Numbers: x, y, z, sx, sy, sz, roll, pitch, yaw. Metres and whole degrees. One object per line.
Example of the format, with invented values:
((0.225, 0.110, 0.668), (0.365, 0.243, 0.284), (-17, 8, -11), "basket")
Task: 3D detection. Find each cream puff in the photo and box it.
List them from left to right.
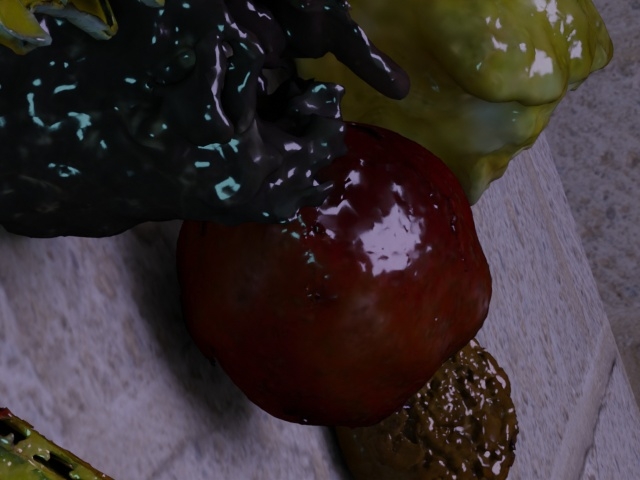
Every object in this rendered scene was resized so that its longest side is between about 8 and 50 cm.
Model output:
((0.079, 0.126, 1.236), (0.165, 0.115, 0.150), (28, 51, -68), "cream puff")

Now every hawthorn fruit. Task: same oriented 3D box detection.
((0.000, 0.000, 0.996), (0.235, 0.181, 0.181), (67, 14, -55), "hawthorn fruit")

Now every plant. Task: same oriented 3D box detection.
((-0.065, -0.101, 0.837), (0.204, 0.234, 0.178), (-73, 148, -71), "plant")

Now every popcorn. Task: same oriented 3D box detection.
((0.074, -0.181, 1.366), (0.292, 0.293, 0.334), (37, -18, 6), "popcorn")

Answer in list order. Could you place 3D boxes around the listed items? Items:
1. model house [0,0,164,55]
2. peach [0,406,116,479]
((-0.148, -0.128, 0.590), (0.313, 0.242, 0.358), (58, 20, -46), "model house")
((-0.090, 0.132, 0.647), (0.092, 0.172, 0.127), (152, -52, -71), "peach")
